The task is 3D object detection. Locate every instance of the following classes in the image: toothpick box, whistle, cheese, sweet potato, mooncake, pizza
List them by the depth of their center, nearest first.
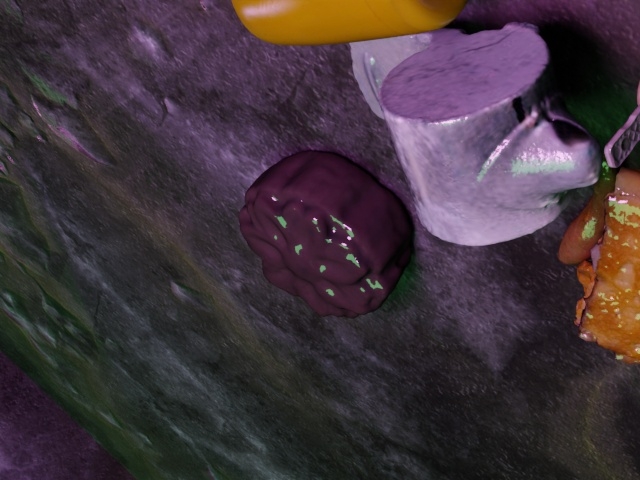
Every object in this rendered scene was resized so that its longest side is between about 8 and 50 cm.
[{"bbox_3d":[0.346,-0.143,0.959,0.037,0.192,0.097,18,147,47],"label":"cheese"},{"bbox_3d":[0.023,-0.308,1.061,0.271,0.175,0.175,0,132,44],"label":"toothpick box"},{"bbox_3d":[0.162,-0.155,1.075,0.188,0.404,0.168,-22,125,3],"label":"whistle"},{"bbox_3d":[0.459,0.071,1.175,0.409,0.114,0.278,44,141,-16],"label":"pizza"},{"bbox_3d":[0.352,-0.035,1.202,0.050,0.050,0.214,26,145,14],"label":"sweet potato"},{"bbox_3d":[0.000,0.000,1.467,0.283,0.141,0.283,25,143,20],"label":"mooncake"}]
